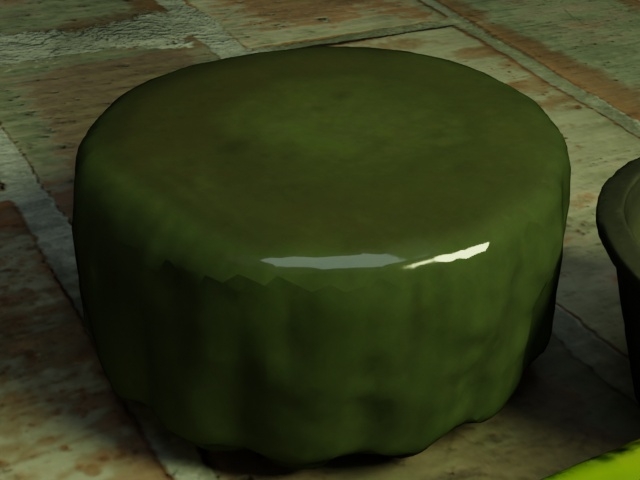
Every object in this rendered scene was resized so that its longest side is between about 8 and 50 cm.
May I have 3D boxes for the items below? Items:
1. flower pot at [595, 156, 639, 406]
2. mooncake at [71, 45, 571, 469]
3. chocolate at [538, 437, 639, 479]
[{"bbox_3d":[0.314,0.058,0.706,0.269,0.166,0.269,2,36,-1],"label":"flower pot"},{"bbox_3d":[0.000,0.000,0.746,0.357,0.194,0.356,-1,32,1],"label":"mooncake"},{"bbox_3d":[0.221,0.207,0.423,0.289,0.137,0.300,-13,56,-26],"label":"chocolate"}]
